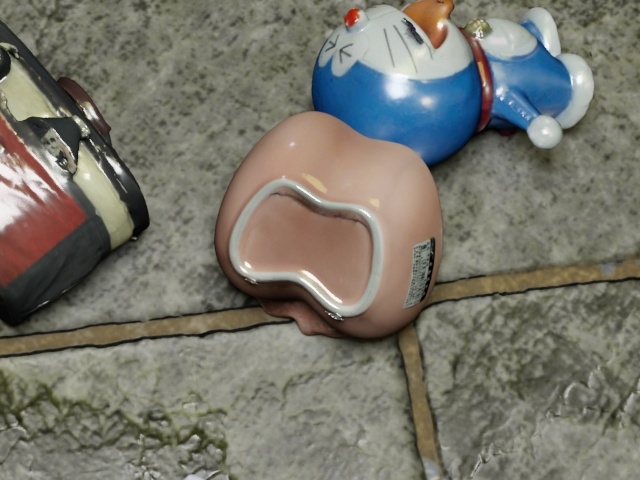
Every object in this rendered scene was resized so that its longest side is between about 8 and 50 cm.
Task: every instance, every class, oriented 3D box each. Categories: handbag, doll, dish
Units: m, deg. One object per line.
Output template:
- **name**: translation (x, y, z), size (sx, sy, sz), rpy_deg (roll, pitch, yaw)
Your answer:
- **handbag**: translation (-0.276, -0.072, 1.372), size (0.181, 0.181, 0.254), rpy_deg (-39, 78, -16)
- **doll**: translation (0.121, -0.150, 1.445), size (0.257, 0.161, 0.215), rpy_deg (-14, 40, -21)
- **dish**: translation (0.000, 0.000, 1.355), size (0.213, 0.090, 0.213), rpy_deg (3, 102, 14)

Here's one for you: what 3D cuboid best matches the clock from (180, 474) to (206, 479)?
- **clock**: translation (-0.078, 0.334, 1.237), size (0.189, 0.189, 0.254), rpy_deg (-43, 91, -19)
